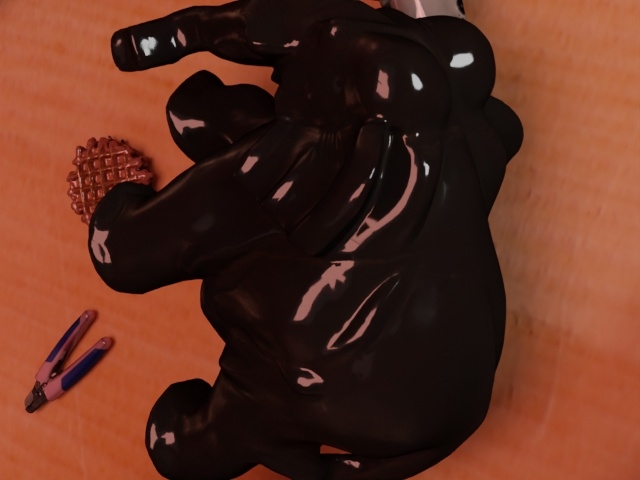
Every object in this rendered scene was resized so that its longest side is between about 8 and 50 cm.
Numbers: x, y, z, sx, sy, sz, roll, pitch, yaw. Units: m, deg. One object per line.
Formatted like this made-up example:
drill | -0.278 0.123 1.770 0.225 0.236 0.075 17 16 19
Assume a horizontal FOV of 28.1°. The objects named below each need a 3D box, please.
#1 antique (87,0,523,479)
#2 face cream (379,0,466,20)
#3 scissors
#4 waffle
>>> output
antique | 0.000 0.000 0.809 0.255 0.185 0.322 -4 102 41
face cream | 0.038 -0.299 0.828 0.105 0.105 0.348 -14 83 33
scissors | -0.213 0.105 1.054 0.113 0.012 0.039 -45 68 26
waffle | -0.165 -0.042 1.012 0.083 0.029 0.075 32 108 26
